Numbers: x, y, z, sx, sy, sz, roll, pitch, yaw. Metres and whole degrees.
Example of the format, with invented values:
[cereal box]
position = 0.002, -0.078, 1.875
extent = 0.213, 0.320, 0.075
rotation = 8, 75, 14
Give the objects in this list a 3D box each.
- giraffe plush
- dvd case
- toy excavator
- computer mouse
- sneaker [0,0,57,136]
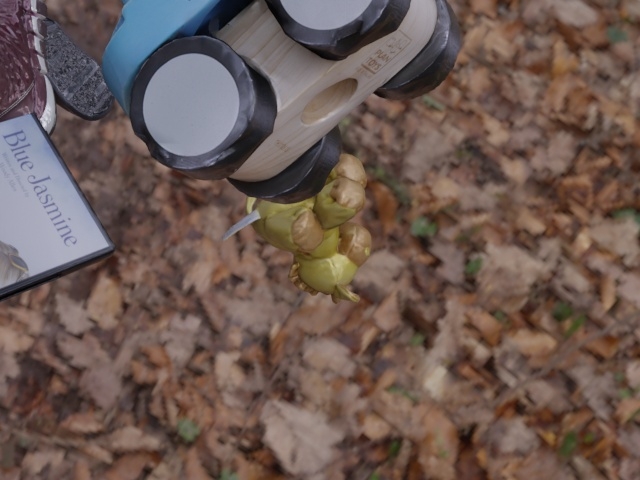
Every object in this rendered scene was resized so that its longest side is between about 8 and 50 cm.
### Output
[giraffe plush]
position = 0.000, 0.000, 1.809
extent = 0.170, 0.210, 0.181
rotation = 52, 20, -28
[dvd case]
position = -0.353, -0.020, 1.341
extent = 0.253, 0.022, 0.180
rotation = -24, 76, -38
[toy excavator]
position = -0.054, -0.317, 1.122
extent = 0.445, 0.433, 0.222
rotation = 53, 13, 15
[computer mouse]
position = -0.415, -0.317, 2.103
extent = 0.262, 0.060, 0.184
rotation = 42, 58, -22
[sneaker]
position = -0.384, -0.238, 1.461
extent = 0.162, 0.106, 0.281
rotation = 11, 57, -55
